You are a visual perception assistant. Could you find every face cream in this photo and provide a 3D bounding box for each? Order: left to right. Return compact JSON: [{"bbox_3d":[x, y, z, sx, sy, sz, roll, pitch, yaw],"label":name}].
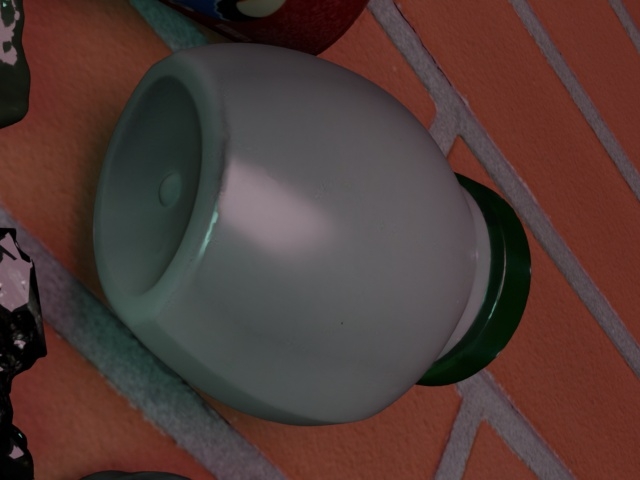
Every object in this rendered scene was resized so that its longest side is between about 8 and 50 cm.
[{"bbox_3d":[0.000,0.000,0.785,0.357,0.219,0.313,19,65,-42],"label":"face cream"}]

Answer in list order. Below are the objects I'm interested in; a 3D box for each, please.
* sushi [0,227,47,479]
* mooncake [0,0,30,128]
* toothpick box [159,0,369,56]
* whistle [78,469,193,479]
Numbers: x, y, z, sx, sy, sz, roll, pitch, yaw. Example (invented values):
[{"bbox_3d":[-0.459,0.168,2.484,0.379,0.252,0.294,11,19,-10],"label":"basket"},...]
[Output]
[{"bbox_3d":[-0.266,0.093,0.533,0.150,0.153,0.172,-39,128,-65],"label":"sushi"},{"bbox_3d":[-0.249,-0.153,0.615,0.104,0.175,0.168,6,32,-41],"label":"mooncake"},{"bbox_3d":[-0.120,-0.305,0.769,0.333,0.204,0.204,21,63,-39],"label":"toothpick box"},{"bbox_3d":[-0.148,0.246,0.615,0.289,0.163,0.164,-23,95,-36],"label":"whistle"}]
